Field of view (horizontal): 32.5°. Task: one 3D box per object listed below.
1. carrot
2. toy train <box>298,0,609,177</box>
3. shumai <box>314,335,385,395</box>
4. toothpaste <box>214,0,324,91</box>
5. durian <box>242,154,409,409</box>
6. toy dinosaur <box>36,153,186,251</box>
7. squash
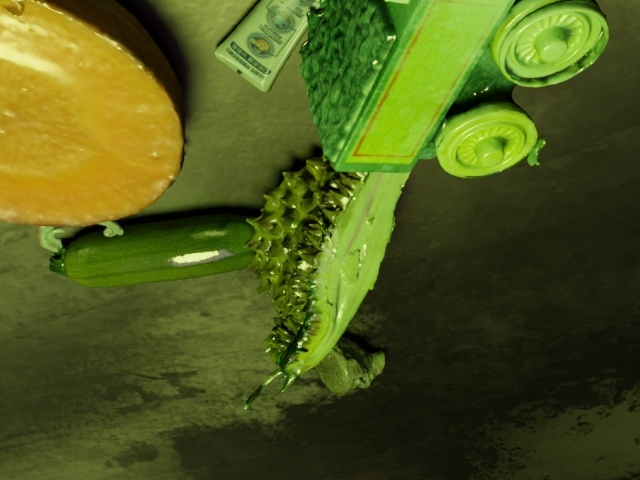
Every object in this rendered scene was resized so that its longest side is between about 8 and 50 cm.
[{"bbox_3d":[-0.262,-0.119,0.962,0.307,0.100,0.258,25,127,-18],"label":"carrot"},{"bbox_3d":[0.100,-0.163,0.874,0.188,0.159,0.271,1,145,-22],"label":"toy train"},{"bbox_3d":[0.040,0.143,1.322,0.080,0.082,0.083,-21,-179,-28],"label":"shumai"},{"bbox_3d":[-0.011,-0.214,0.922,0.062,0.039,0.239,34,131,-12],"label":"toothpaste"},{"bbox_3d":[0.001,0.003,1.101,0.132,0.106,0.375,4,119,-39],"label":"durian"},{"bbox_3d":[-0.272,-0.063,1.086,0.242,0.053,0.167,16,135,-17],"label":"toy dinosaur"},{"bbox_3d":[-0.169,0.012,1.159,0.258,0.069,0.069,-8,138,9],"label":"squash"}]
